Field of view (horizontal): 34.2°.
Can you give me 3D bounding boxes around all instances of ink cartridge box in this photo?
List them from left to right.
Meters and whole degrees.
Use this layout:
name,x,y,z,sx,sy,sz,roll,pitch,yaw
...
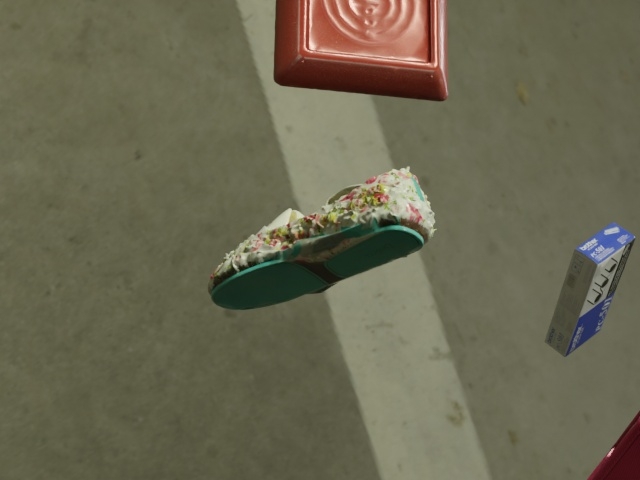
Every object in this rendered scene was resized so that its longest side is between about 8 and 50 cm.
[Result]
name,x,y,z,sx,sy,sz,roll,pitch,yaw
ink cartridge box,0.411,0.077,1.596,0.097,0.207,0.046,-29,54,-32

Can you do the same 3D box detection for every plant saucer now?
name,x,y,z,sx,sy,sz,roll,pitch,yaw
plant saucer,0.066,-0.338,1.497,0.258,0.048,0.259,4,75,-11

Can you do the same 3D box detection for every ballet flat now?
name,x,y,z,sx,sy,sz,roll,pitch,yaw
ballet flat,0.000,0.000,0.947,0.091,0.240,0.077,38,43,-43

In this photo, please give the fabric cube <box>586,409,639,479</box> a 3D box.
name,x,y,z,sx,sy,sz,roll,pitch,yaw
fabric cube,0.384,0.258,0.955,0.258,0.254,0.259,37,40,19
